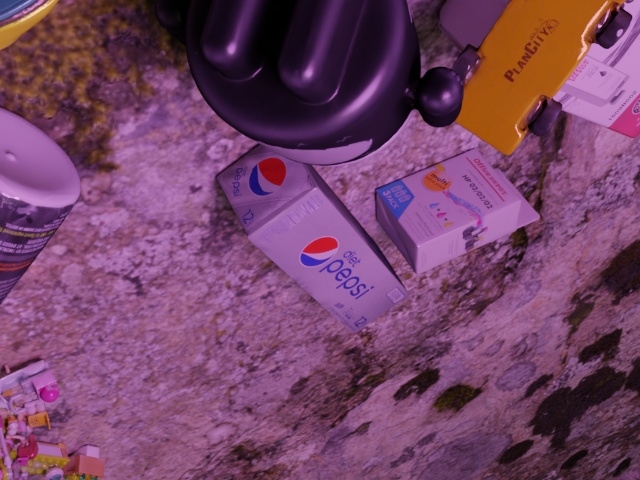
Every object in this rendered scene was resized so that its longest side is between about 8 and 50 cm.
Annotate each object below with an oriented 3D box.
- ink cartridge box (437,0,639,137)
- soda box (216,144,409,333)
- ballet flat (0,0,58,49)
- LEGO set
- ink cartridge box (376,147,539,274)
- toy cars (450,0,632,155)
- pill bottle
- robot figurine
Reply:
[{"bbox_3d":[0.294,-0.242,0.899,0.283,0.117,0.207,8,128,-42],"label":"ink cartridge box"},{"bbox_3d":[0.000,0.000,0.982,0.091,0.098,0.286,-35,143,6],"label":"soda box"},{"bbox_3d":[-0.293,-0.153,0.625,0.231,0.077,0.077,-22,164,-9],"label":"ballet flat"},{"bbox_3d":[-0.344,0.270,1.034,0.132,0.107,0.287,-22,142,-14],"label":"LEGO set"},{"bbox_3d":[0.171,-0.045,1.050,0.181,0.104,0.062,-23,143,-13],"label":"ink cartridge box"},{"bbox_3d":[0.171,-0.272,0.717,0.176,0.087,0.394,-4,111,19],"label":"toy cars"},{"bbox_3d":[-0.323,0.011,0.731,0.130,0.130,0.246,20,119,-47],"label":"pill bottle"},{"bbox_3d":[-0.006,-0.148,0.692,0.173,0.209,0.278,-33,173,8],"label":"robot figurine"}]
